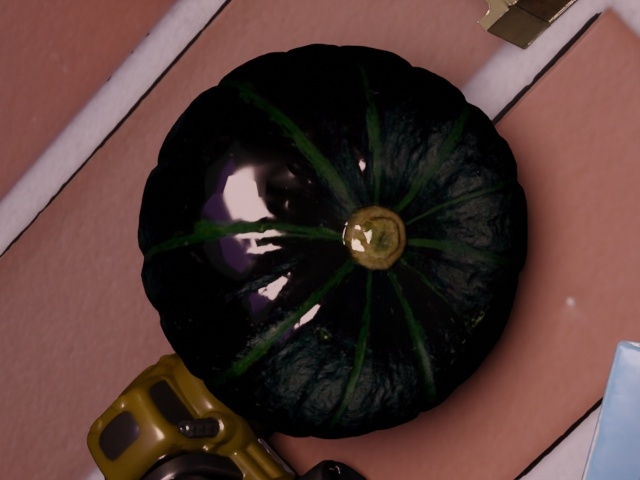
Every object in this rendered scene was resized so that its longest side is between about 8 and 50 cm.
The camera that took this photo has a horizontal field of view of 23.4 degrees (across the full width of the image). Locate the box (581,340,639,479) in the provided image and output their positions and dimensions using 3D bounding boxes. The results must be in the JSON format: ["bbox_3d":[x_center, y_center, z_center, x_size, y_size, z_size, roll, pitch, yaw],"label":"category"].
[{"bbox_3d":[0.198,0.178,0.890,0.083,0.142,0.232,14,91,28],"label":"box"}]

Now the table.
[{"bbox_3d":[0.132,-0.179,1.000,0.083,0.079,0.062,-43,68,18],"label":"table"}]

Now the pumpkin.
[{"bbox_3d":[0.000,0.000,0.991,0.248,0.248,0.248,-3,83,27],"label":"pumpkin"}]

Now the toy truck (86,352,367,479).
[{"bbox_3d":[-0.074,0.175,1.019,0.147,0.165,0.224,-44,67,17],"label":"toy truck"}]
